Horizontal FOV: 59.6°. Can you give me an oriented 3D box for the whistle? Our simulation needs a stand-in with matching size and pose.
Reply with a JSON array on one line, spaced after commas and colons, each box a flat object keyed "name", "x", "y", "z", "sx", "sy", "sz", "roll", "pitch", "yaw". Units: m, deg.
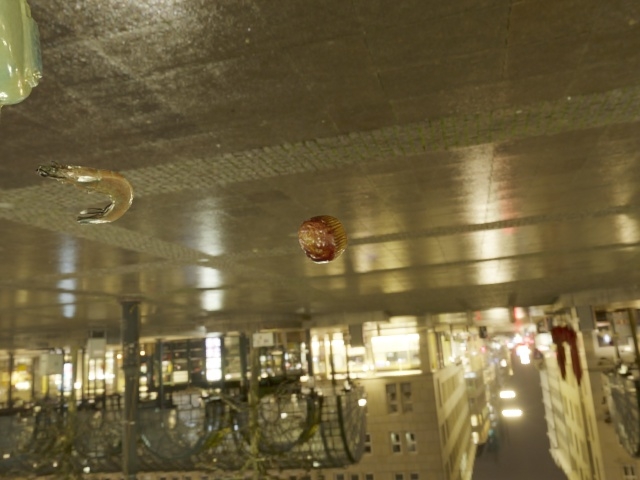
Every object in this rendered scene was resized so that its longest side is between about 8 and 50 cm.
[{"name": "whistle", "x": -0.268, "y": -0.220, "z": 0.446, "sx": 0.067, "sy": 0.258, "sz": 0.126, "roll": -7, "pitch": -175, "yaw": -20}]

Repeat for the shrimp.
[{"name": "shrimp", "x": -0.555, "y": -0.111, "z": 1.306, "sx": 0.219, "sy": 0.046, "sz": 0.152, "roll": 16, "pitch": 120, "yaw": -32}]

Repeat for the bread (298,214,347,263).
[{"name": "bread", "x": 0.000, "y": 0.000, "z": 0.923, "sx": 0.053, "sy": 0.085, "sz": 0.085, "roll": -27, "pitch": -173, "yaw": -42}]
